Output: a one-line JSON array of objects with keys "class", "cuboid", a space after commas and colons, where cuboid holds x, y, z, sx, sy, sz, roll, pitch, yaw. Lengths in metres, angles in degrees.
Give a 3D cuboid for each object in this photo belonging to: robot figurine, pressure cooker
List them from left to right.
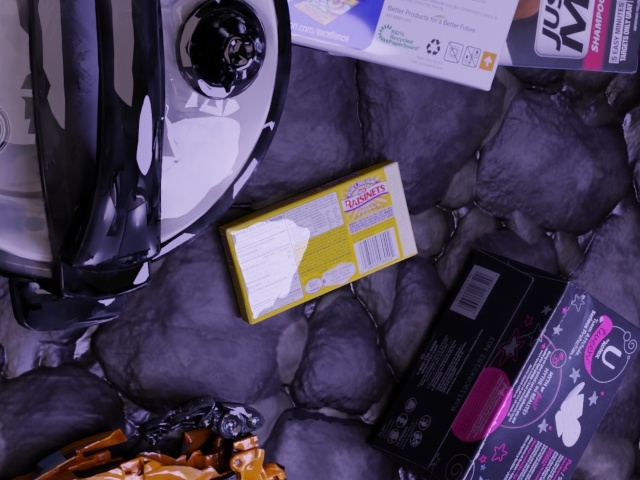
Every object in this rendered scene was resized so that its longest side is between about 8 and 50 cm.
[{"class": "pressure cooker", "cuboid": [-0.228, -0.163, 1.356, 0.375, 0.420, 0.370, -50, 120, -11]}, {"class": "robot figurine", "cuboid": [-0.170, 0.263, 1.676, 0.291, 0.085, 0.211, -15, 108, -26]}]

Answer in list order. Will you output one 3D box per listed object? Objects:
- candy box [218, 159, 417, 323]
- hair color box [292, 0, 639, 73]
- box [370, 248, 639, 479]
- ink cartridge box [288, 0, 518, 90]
[{"class": "candy box", "cuboid": [0.000, 0.000, 1.749, 0.206, 0.027, 0.105, -22, 108, -24]}, {"class": "hair color box", "cuboid": [0.152, -0.272, 1.727, 0.374, 0.113, 0.185, 0, 102, -29]}, {"class": "box", "cuboid": [0.198, 0.160, 1.818, 0.142, 0.163, 0.247, 33, 84, -34]}, {"class": "ink cartridge box", "cuboid": [0.070, -0.313, 1.549, 0.303, 0.072, 0.307, 10, 101, -32]}]
